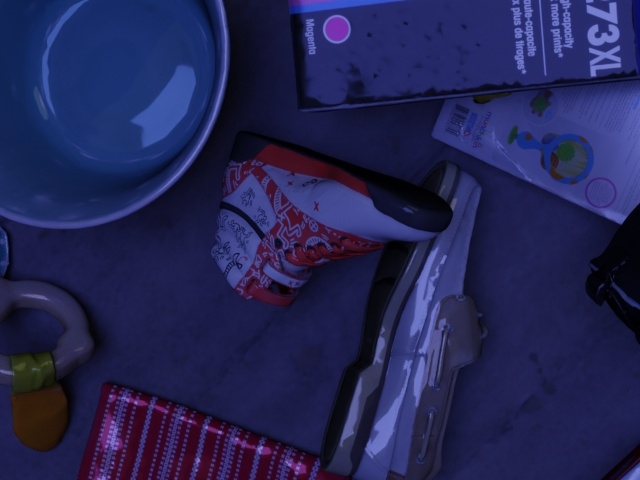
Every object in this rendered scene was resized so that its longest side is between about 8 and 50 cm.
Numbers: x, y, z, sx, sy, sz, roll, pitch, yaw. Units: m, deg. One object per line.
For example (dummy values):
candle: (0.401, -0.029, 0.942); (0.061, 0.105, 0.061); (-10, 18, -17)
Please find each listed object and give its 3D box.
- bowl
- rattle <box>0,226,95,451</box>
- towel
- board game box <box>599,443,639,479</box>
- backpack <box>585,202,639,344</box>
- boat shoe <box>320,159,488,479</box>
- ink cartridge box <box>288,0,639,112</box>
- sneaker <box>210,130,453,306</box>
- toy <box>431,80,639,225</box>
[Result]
bowl: (-0.210, -0.165, 1.081); (0.312, 0.163, 0.311); (0, 90, 13)
rattle: (-0.318, 0.095, 1.179); (0.200, 0.142, 0.130); (37, 66, 25)
towel: (-0.120, 0.275, 1.135); (0.275, 0.031, 0.198); (18, 94, 12)
board game box: (0.264, 0.375, 1.029); (0.316, 0.064, 0.242); (-45, 81, 10)
backpack: (0.369, 0.061, 0.908); (0.253, 0.225, 0.191); (39, 96, -22)
boat shoe: (0.095, 0.080, 1.051); (0.103, 0.113, 0.302); (19, 93, -8)
ink cartridge box: (0.155, -0.210, 0.944); (0.371, 0.069, 0.175); (-4, 96, 13)
sneaker: (0.000, 0.000, 1.028); (0.270, 0.090, 0.145); (23, 101, 45)
toy: (0.232, -0.110, 1.031); (0.237, 0.056, 0.136); (26, 107, 17)
